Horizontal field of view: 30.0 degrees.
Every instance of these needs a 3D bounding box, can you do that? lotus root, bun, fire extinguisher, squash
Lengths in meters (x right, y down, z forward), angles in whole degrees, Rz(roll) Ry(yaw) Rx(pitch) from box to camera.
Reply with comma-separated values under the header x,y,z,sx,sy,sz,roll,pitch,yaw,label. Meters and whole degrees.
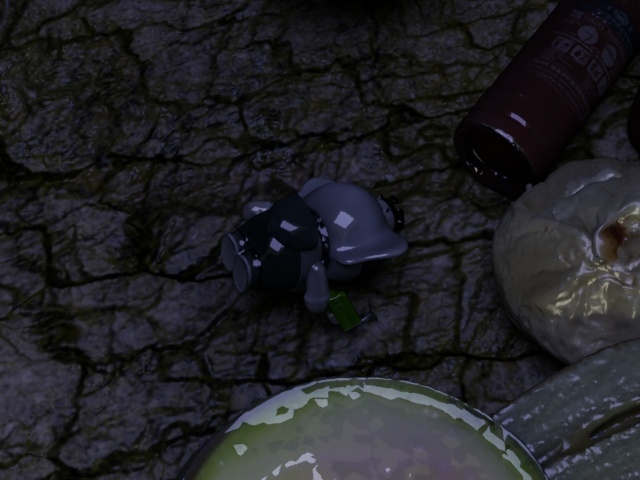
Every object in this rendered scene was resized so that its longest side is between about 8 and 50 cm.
x,y,z,sx,sy,sz,roll,pitch,yaw,label
0.320,0.199,1.004,0.260,0.149,0.267,-32,55,-13,lotus root
0.267,0.016,1.114,0.220,0.134,0.221,-1,65,2,bun
0.286,-0.188,1.259,0.138,0.102,0.344,45,67,-10,fire extinguisher
0.025,0.284,0.838,0.263,0.384,0.263,0,59,1,squash

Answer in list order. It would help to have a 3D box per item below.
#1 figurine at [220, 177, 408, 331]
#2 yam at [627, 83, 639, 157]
x,y,z,sx,sy,sz,roll,pitch,yaw,label
0.000,0.000,1.150,0.192,0.126,0.147,-19,50,-25,figurine
0.357,-0.139,1.203,0.084,0.127,0.084,0,63,0,yam
